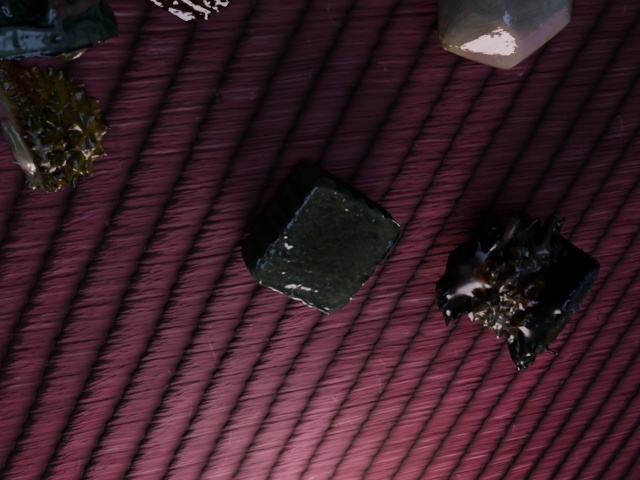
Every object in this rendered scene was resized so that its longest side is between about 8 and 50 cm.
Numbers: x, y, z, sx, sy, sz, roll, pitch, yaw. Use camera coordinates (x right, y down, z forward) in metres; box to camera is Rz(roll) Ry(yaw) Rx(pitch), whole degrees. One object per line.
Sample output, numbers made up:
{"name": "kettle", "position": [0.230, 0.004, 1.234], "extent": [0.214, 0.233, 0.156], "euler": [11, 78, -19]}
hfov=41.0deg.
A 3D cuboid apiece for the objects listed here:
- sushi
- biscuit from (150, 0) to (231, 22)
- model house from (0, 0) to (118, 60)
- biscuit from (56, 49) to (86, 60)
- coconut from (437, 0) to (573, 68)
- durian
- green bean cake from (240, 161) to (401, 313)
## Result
{"name": "sushi", "position": [0.310, 0.066, 1.364], "extent": [0.239, 0.218, 0.225], "euler": [-63, 162, 2]}
{"name": "biscuit", "position": [-0.234, -0.342, 0.835], "extent": [0.073, 0.107, 0.388], "euler": [-16, 156, 35]}
{"name": "model house", "position": [-0.345, -0.313, 0.874], "extent": [0.236, 0.202, 0.238], "euler": [-12, 112, -20]}
{"name": "biscuit", "position": [-0.342, -0.265, 1.021], "extent": [0.147, 0.018, 0.071], "euler": [19, 105, -30]}
{"name": "coconut", "position": [0.234, -0.309, 1.138], "extent": [0.183, 0.171, 0.171], "euler": [-35, 124, 1]}
{"name": "durian", "position": [-0.346, -0.152, 1.045], "extent": [0.140, 0.078, 0.224], "euler": [-33, 125, -1]}
{"name": "green bean cake", "position": [0.000, 0.000, 1.254], "extent": [0.185, 0.094, 0.183], "euler": [28, 104, -31]}
